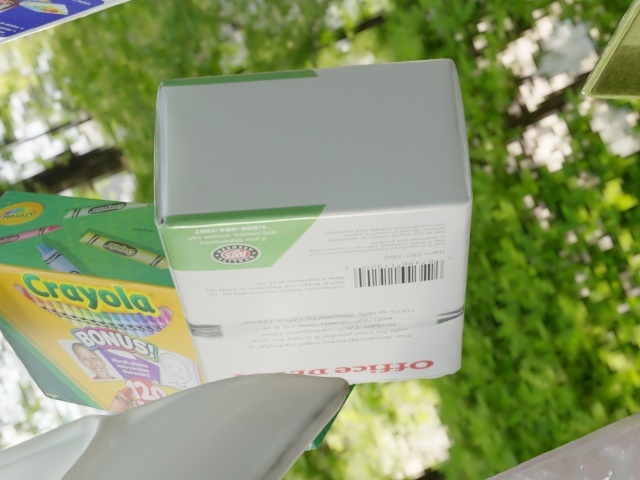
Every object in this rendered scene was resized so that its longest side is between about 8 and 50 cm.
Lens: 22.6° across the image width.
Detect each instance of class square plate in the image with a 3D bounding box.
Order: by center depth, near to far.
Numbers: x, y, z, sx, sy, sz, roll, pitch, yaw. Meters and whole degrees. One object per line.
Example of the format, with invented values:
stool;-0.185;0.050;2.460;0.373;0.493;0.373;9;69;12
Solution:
square plate;-0.189;0.178;0.552;0.049;0.347;0.344;52;143;-11

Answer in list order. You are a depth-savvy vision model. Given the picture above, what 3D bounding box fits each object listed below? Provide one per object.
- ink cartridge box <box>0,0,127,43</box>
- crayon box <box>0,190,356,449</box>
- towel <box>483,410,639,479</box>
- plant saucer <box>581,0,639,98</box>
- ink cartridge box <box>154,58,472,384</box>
ink cartridge box;-0.244;-0.167;0.972;0.165;0.333;0.065;10;-104;-45
crayon box;-0.125;0.056;1.204;0.278;0.081;0.165;6;137;35
towel;0.181;0.226;0.801;0.053;0.317;0.332;39;-151;-37
plant saucer;0.294;-0.155;1.122;0.188;0.188;0.045;105;165;-71
ink cartridge box;0.000;0.000;0.900;0.219;0.160;0.092;85;-179;-63
